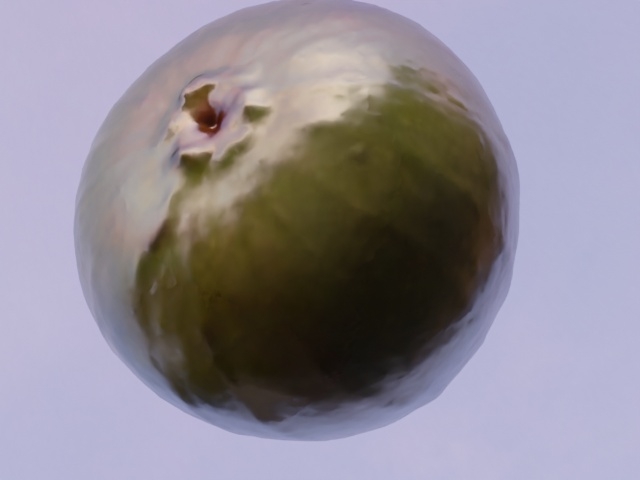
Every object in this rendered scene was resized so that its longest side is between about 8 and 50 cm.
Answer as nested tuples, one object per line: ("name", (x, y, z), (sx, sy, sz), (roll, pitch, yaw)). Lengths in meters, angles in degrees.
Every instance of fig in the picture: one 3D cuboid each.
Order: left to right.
("fig", (0.000, 0.000, 1.108), (0.316, 0.316, 0.316), (-4, -70, -10))
